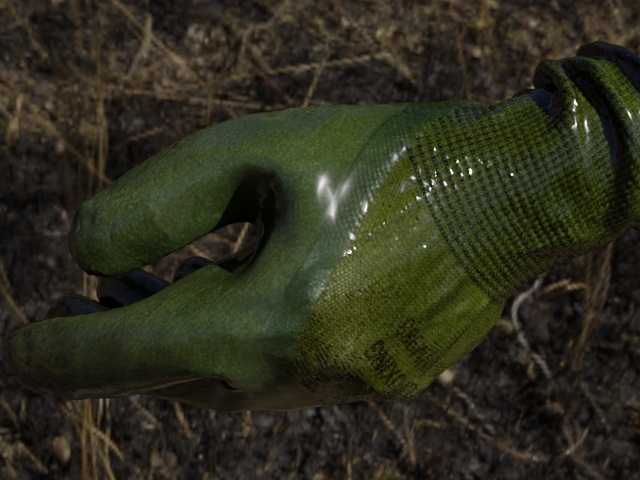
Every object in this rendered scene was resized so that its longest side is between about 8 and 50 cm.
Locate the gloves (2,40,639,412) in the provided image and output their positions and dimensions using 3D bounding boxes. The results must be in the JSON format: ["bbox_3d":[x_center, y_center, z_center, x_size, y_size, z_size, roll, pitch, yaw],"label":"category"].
[{"bbox_3d":[0.005,0.007,0.398,0.268,0.135,0.107,-19,37,10],"label":"gloves"}]
